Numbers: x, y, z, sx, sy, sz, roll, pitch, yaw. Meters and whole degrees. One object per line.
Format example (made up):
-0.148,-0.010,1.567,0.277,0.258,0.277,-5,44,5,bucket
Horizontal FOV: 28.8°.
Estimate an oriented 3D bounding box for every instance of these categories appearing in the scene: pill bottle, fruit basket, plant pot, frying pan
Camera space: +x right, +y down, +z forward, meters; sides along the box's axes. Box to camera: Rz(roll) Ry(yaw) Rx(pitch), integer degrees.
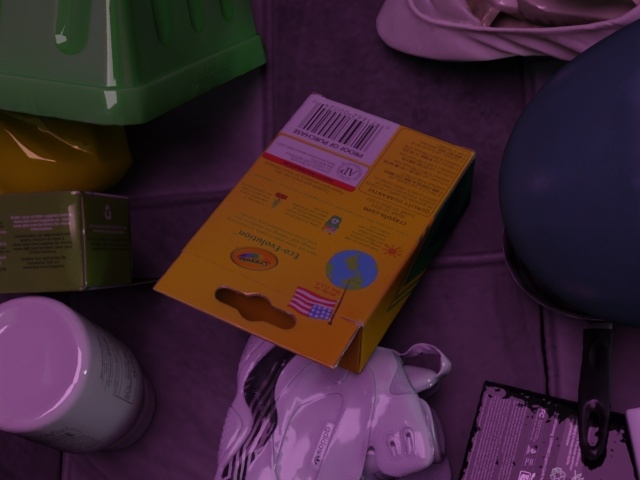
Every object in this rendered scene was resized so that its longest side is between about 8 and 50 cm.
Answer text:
-0.250,0.144,1.250,0.131,0.229,0.131,-4,72,12,pill bottle
-0.243,-0.159,1.328,0.282,0.392,0.392,10,74,16,fruit basket
0.298,-0.053,1.089,0.235,0.293,0.293,-15,61,55,plant pot
0.298,0.050,1.219,0.197,0.053,0.326,-19,55,4,frying pan

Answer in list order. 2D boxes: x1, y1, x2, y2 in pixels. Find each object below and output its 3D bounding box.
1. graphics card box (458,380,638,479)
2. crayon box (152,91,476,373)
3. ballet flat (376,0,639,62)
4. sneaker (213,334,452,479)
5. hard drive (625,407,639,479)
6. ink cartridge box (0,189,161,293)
0.302,0.288,1.152,0.370,0.094,0.233,12,75,15,graphics card box
0.000,0.000,1.253,0.202,0.081,0.318,23,51,19,crayon box
0.204,-0.252,1.265,0.400,0.139,0.139,16,75,40,ballet flat
0.007,0.251,1.205,0.210,0.137,0.366,5,70,17,sneaker
0.397,0.285,1.059,0.210,0.040,0.319,-11,71,9,hard drive
-0.281,0.004,1.282,0.188,0.255,0.097,-2,90,12,ink cartridge box
